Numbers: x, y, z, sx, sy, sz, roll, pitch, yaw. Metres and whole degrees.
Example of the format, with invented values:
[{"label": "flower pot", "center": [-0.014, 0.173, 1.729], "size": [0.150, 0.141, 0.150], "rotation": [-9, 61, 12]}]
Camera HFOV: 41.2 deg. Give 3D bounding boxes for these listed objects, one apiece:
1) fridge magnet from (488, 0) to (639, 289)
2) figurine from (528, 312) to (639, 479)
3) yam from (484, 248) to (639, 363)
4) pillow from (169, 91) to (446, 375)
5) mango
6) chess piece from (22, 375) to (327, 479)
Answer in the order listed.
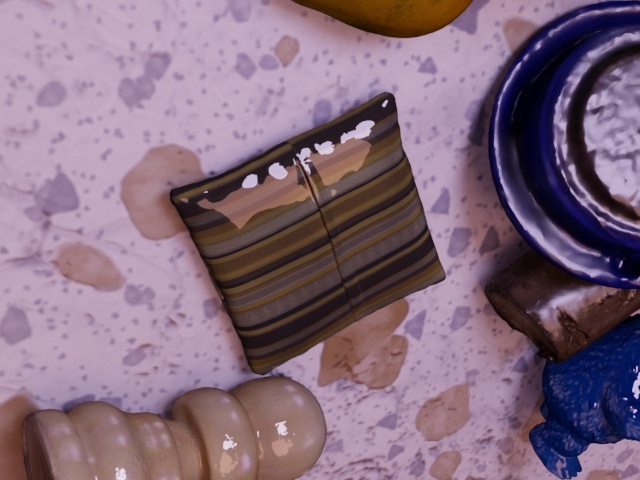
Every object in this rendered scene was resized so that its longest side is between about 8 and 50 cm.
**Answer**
[{"label": "fridge magnet", "center": [0.284, -0.088, 0.767], "size": [0.266, 0.112, 0.265], "rotation": [0, 86, -2]}, {"label": "figurine", "center": [0.317, 0.138, 0.909], "size": [0.121, 0.164, 0.262], "rotation": [31, 115, -7]}, {"label": "yam", "center": [0.312, 0.008, 0.872], "size": [0.280, 0.131, 0.131], "rotation": [-37, 125, -4]}, {"label": "pillow", "center": [0.000, 0.000, 0.751], "size": [0.208, 0.052, 0.212], "rotation": [-26, 123, -8]}, {"label": "mango", "center": [0.046, -0.214, 0.644], "size": [0.163, 0.089, 0.111], "rotation": [16, 108, -23]}, {"label": "chess piece", "center": [-0.119, 0.188, 0.754], "size": [0.261, 0.143, 0.142], "rotation": [-11, 119, -30]}]
